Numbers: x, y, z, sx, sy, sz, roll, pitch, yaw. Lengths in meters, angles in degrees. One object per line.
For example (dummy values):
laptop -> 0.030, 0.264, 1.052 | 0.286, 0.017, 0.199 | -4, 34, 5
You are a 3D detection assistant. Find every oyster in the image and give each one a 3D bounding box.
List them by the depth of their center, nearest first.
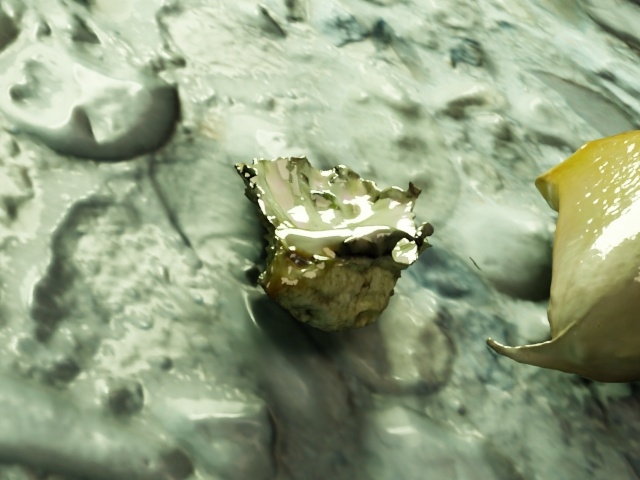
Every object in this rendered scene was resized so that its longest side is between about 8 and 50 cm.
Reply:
oyster -> 0.007, 0.000, 1.131 | 0.133, 0.072, 0.209 | 15, 16, -18

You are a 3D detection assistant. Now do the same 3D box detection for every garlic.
garlic -> 0.213, 0.015, 1.258 | 0.164, 0.145, 0.245 | 5, 30, 14
